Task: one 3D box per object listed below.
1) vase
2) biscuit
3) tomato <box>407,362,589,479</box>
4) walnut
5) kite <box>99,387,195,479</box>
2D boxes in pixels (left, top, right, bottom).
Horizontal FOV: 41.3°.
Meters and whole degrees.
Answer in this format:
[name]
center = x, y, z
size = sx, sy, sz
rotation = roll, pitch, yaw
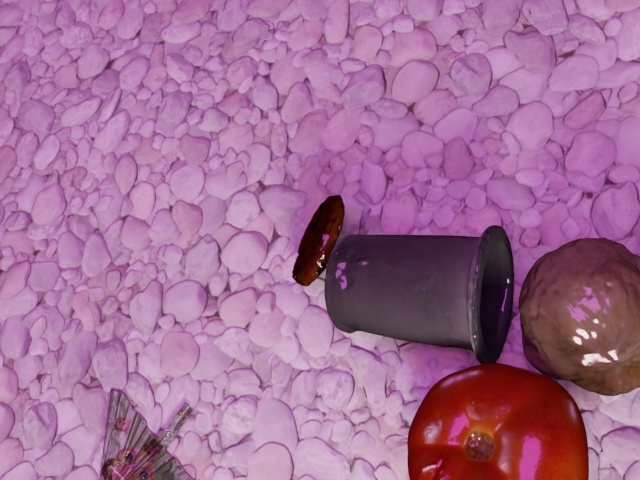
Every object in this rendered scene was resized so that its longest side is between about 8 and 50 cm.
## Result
[vase]
center = 0.166, 0.084, 1.470
size = 0.291, 0.245, 0.245
rotation = 4, 72, 25
[biscuit]
center = 0.000, 0.000, 1.592
size = 0.049, 0.192, 0.192
rotation = 22, 76, -14
[tomato]
center = 0.288, 0.339, 1.324
size = 0.298, 0.226, 0.299
rotation = -19, 51, 25
[walnut]
center = 0.435, 0.122, 1.345
size = 0.248, 0.248, 0.248
rotation = -6, 69, 17
[kite]
center = -0.342, 0.420, 1.640
size = 0.268, 0.013, 0.323
rotation = -46, 64, -1
